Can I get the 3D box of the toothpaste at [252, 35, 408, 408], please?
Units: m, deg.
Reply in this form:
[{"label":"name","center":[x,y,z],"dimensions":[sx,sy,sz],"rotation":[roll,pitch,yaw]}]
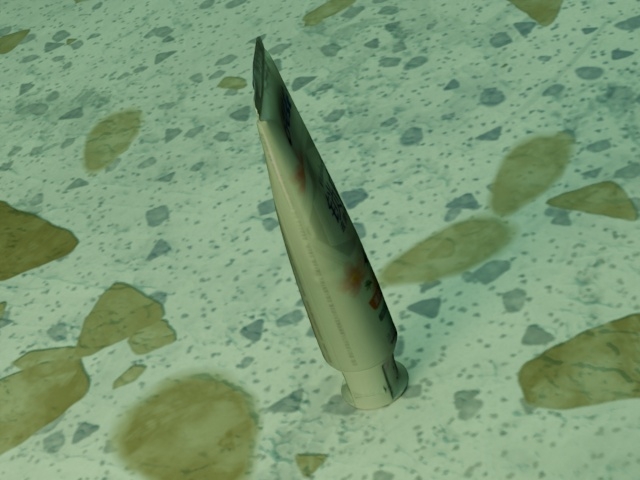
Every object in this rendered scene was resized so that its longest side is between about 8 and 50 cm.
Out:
[{"label":"toothpaste","center":[0.000,0.000,1.014],"dimensions":[0.066,0.323,0.100],"rotation":[-13,37,11]}]
